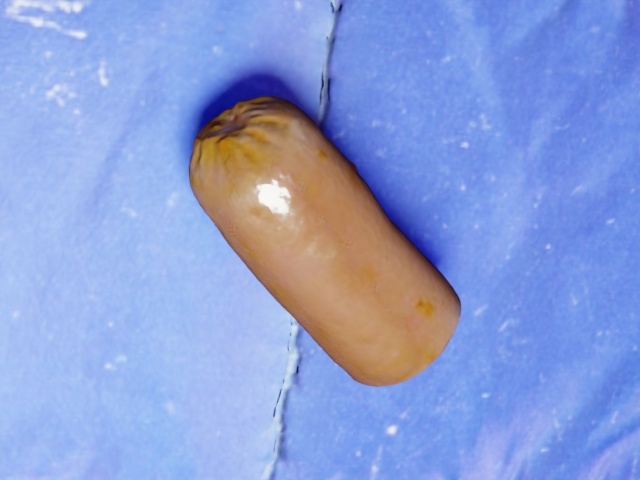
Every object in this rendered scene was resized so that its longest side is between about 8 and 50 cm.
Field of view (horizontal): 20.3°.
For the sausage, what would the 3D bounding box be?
[{"bbox_3d":[0.000,0.000,1.366,0.113,0.113,0.259,-47,120,-10],"label":"sausage"}]
